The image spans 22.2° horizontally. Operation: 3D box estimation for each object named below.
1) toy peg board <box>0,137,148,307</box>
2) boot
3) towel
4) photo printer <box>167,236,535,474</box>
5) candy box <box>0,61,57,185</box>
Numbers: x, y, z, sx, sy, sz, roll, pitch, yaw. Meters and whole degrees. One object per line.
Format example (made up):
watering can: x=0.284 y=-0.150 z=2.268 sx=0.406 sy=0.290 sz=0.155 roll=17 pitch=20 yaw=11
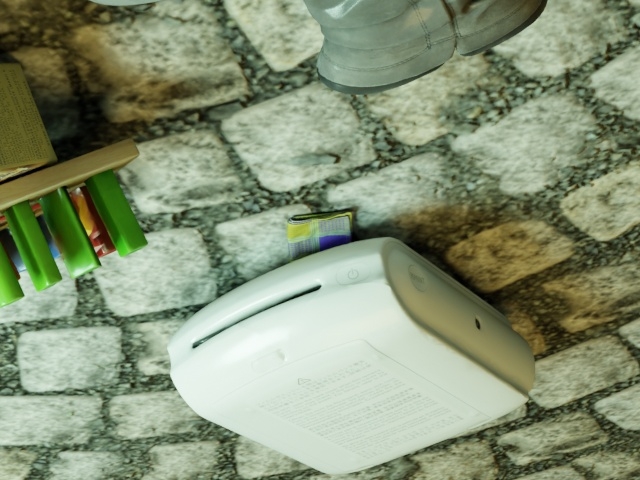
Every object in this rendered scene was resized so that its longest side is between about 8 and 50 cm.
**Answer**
toy peg board: x=-0.222 y=0.005 z=1.226 sx=0.161 sy=0.079 sz=0.160 roll=-23 pitch=177 yaw=-34
boot: x=0.001 y=-0.168 z=1.067 sx=0.338 sy=0.118 sz=0.223 roll=-14 pitch=149 yaw=-6
towel: x=0.000 y=0.000 z=1.447 sx=0.060 sy=0.009 sz=0.083 roll=-8 pitch=147 yaw=-6
photo printer: x=0.026 y=0.110 z=1.527 sx=0.256 sy=0.107 sz=0.307 roll=-25 pitch=148 yaw=24
candy box: x=-0.321 y=-0.045 z=1.062 sx=0.183 sy=0.087 sz=0.316 roll=-22 pitch=-178 yaw=15
